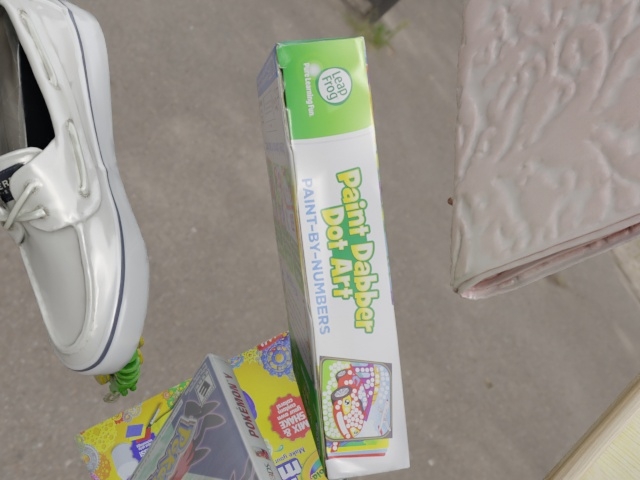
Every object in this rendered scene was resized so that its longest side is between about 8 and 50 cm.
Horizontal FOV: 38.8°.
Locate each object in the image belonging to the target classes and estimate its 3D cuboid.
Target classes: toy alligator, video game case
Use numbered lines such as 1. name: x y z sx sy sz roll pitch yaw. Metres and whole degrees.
1. toy alligator: -0.234 0.157 1.072 0.056 0.189 0.051 -27 61 -30
2. video game case: -0.101 0.205 0.626 0.023 0.201 0.183 27 12 -28

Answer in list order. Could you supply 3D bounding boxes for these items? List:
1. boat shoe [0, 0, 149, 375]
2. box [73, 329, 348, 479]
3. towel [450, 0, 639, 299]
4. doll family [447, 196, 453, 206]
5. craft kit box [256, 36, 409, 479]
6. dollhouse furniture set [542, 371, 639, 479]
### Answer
1. boat shoe: -0.184 -0.040 0.609 0.088 0.096 0.267 2 80 -57
2. box: -0.089 0.234 1.118 0.177 0.290 0.279 64 9 5
3. towel: 0.225 -0.141 0.749 0.053 0.317 0.332 21 62 -28
4. doll family: 0.221 -0.031 0.936 0.193 0.076 0.111 27 -25 40
5. craft kit box: 0.000 0.000 0.617 0.250 0.061 0.246 -132 -142 -81
6. dollhouse furniture set: 0.204 0.165 0.473 0.161 0.212 0.242 42 -5 23
